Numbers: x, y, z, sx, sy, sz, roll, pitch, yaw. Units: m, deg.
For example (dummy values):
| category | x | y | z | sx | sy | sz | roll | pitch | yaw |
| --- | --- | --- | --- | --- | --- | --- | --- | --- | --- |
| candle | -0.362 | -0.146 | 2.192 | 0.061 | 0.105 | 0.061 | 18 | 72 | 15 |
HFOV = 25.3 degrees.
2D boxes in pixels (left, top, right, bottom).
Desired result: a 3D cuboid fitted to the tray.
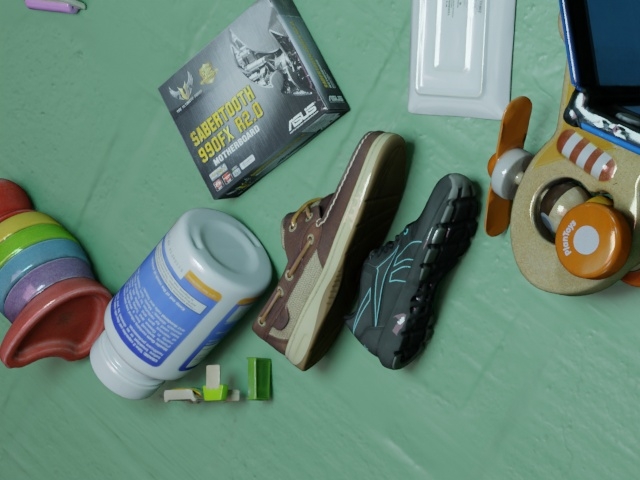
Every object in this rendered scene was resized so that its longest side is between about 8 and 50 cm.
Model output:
| category | x | y | z | sx | sy | sz | roll | pitch | yaw |
| --- | --- | --- | --- | --- | --- | --- | --- | --- | --- |
| tray | 0.166 | -0.284 | 1.721 | 0.145 | 0.030 | 0.270 | 8 | 100 | 34 |

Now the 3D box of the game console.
| category | x | y | z | sx | sy | sz | roll | pitch | yaw |
| --- | --- | --- | --- | --- | --- | --- | --- | --- | --- |
| game console | 0.369 | -0.182 | 1.426 | 0.250 | 0.293 | 0.173 | 28 | 111 | 29 |

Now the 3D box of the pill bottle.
| category | x | y | z | sx | sy | sz | roll | pitch | yaw |
| --- | --- | --- | --- | --- | --- | --- | --- | --- | --- |
| pill bottle | -0.201 | 0.095 | 1.951 | 0.272 | 0.152 | 0.152 | -47 | 69 | 30 |

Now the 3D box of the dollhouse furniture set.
| category | x | y | z | sx | sy | sz | roll | pitch | yaw |
| --- | --- | --- | --- | --- | --- | --- | --- | --- | --- |
| dollhouse furniture set | -0.143 | 0.194 | 1.976 | 0.152 | 0.076 | 0.058 | -6 | 79 | 34 |

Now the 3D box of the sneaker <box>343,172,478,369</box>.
| category | x | y | z | sx | sy | sz | roll | pitch | yaw |
| --- | --- | --- | --- | --- | --- | --- | --- | --- | --- |
| sneaker | 0.105 | 0.029 | 1.759 | 0.106 | 0.101 | 0.267 | 35 | 114 | 30 |

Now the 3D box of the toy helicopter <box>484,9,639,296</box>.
| category | x | y | z | sx | sy | sz | roll | pitch | yaw |
| --- | --- | --- | --- | --- | --- | --- | --- | --- | --- |
| toy helicopter | 0.285 | -0.115 | 1.621 | 0.235 | 0.140 | 0.355 | 4 | 87 | 44 |

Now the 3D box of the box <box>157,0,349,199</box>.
| category | x | y | z | sx | sy | sz | roll | pitch | yaw |
| --- | --- | --- | --- | --- | --- | --- | --- | --- | --- |
| box | -0.092 | -0.189 | 1.899 | 0.231 | 0.056 | 0.183 | -35 | 76 | 33 |

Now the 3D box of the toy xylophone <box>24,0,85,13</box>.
| category | x | y | z | sx | sy | sz | roll | pitch | yaw |
| --- | --- | --- | --- | --- | --- | --- | --- | --- | --- |
| toy xylophone | -0.420 | -0.499 | 2.079 | 0.236 | 0.081 | 0.322 | 22 | 108 | 32 |

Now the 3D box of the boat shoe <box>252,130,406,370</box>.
| category | x | y | z | sx | sy | sz | roll | pitch | yaw |
| --- | --- | --- | --- | --- | --- | --- | --- | --- | --- |
| boat shoe | 0.000 | 0.000 | 1.813 | 0.123 | 0.123 | 0.342 | 31 | 119 | 19 |

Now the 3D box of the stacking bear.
| category | x | y | z | sx | sy | sz | roll | pitch | yaw |
| --- | --- | --- | --- | --- | --- | --- | --- | --- | --- |
| stacking bear | -0.442 | 0.026 | 2.120 | 0.289 | 0.175 | 0.164 | 51 | 123 | 28 |
